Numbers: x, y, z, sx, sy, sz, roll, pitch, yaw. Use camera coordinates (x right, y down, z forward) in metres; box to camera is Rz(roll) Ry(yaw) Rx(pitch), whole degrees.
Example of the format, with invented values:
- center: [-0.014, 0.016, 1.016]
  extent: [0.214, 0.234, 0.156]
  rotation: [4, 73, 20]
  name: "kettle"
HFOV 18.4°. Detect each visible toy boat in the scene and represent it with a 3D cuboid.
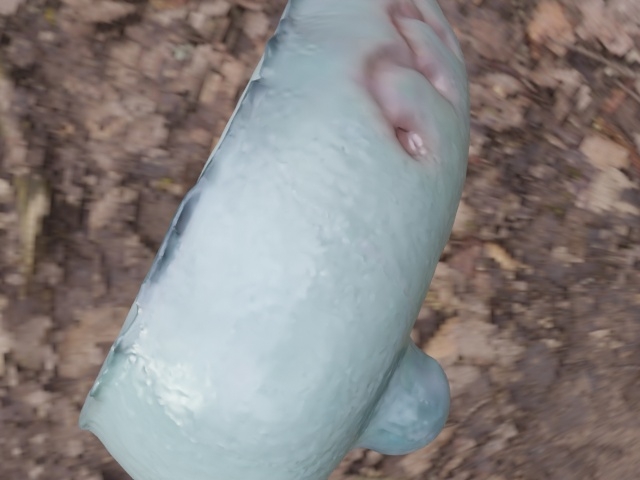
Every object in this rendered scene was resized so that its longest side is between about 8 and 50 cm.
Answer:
- center: [0.000, 0.000, 0.515]
  extent: [0.079, 0.208, 0.134]
  rotation: [28, 109, -6]
  name: "toy boat"
